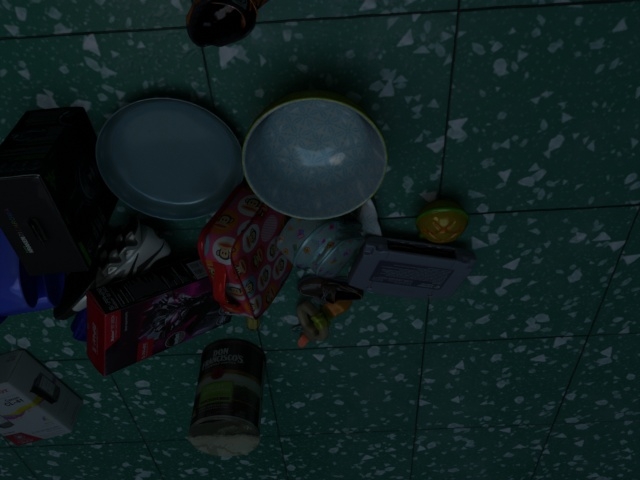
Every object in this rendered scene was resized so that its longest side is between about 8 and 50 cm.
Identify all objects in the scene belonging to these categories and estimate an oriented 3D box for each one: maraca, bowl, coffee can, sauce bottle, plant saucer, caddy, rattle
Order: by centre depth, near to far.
[{"bbox_3d":[-0.012,-0.199,1.161,0.290,0.156,0.289,-1,130,-1],"label":"bowl"},{"bbox_3d":[-0.701,0.020,1.235,0.179,0.340,0.241,-3,174,-2],"label":"caddy"},{"bbox_3d":[-0.328,-0.180,1.237,0.318,0.043,0.317,-3,130,-4],"label":"plant saucer"},{"bbox_3d":[0.294,-0.037,1.350,0.127,0.099,0.185,1,156,9],"label":"maraca"},{"bbox_3d":[-0.190,0.201,1.577,0.042,0.042,0.128,4,129,-5],"label":"sauce bottle"},{"bbox_3d":[-0.001,0.223,1.608,0.130,0.142,0.199,30,148,15],"label":"rattle"},{"bbox_3d":[-0.269,0.461,1.645,0.202,0.275,0.201,-1,131,-1],"label":"coffee can"}]

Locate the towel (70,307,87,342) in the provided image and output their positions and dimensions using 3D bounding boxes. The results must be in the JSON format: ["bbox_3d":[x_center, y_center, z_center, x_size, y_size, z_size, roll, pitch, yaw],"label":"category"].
[{"bbox_3d":[-0.550,0.209,1.535,0.228,0.076,0.308,24,132,-19],"label":"towel"}]

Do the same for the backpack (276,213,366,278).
[{"bbox_3d":[0.000,0.000,1.291,0.188,0.144,0.165,12,124,-52],"label":"backpack"}]

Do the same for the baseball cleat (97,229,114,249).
[{"bbox_3d":[-0.504,0.002,1.391,0.110,0.072,0.206,-24,137,11],"label":"baseball cleat"}]

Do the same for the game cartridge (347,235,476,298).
[{"bbox_3d":[0.229,0.078,1.449,0.295,0.060,0.196,8,138,-11],"label":"game cartridge"}]

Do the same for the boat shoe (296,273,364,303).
[{"bbox_3d":[0.028,0.133,1.503,0.183,0.066,0.066,-2,123,-2],"label":"boat shoe"}]

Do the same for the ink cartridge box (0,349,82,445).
[{"bbox_3d":[-0.953,0.504,1.766,0.226,0.131,0.306,-17,130,13],"label":"ink cartridge box"}]

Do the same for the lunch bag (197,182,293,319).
[{"bbox_3d":[-0.169,0.044,1.283,0.120,0.258,0.293,14,141,20],"label":"lunch bag"}]

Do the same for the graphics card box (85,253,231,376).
[{"bbox_3d":[-0.380,0.167,1.377,0.371,0.094,0.232,-21,142,-39],"label":"graphics card box"}]

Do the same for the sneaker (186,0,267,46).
[{"bbox_3d":[-0.104,-0.436,0.939,0.321,0.180,0.125,-37,122,27],"label":"sneaker"}]

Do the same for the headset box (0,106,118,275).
[{"bbox_3d":[-0.551,-0.099,1.154,0.131,0.283,0.246,-4,130,3],"label":"headset box"}]

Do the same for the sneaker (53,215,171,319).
[{"bbox_3d":[-0.498,0.097,1.343,0.331,0.122,0.146,-39,136,12],"label":"sneaker"}]

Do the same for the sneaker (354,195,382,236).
[{"bbox_3d":[0.111,-0.062,1.350,0.061,0.053,0.152,-8,131,9],"label":"sneaker"}]

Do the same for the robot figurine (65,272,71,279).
[{"bbox_3d":[-0.707,0.109,1.471,0.101,0.067,0.115,-6,131,15],"label":"robot figurine"}]
